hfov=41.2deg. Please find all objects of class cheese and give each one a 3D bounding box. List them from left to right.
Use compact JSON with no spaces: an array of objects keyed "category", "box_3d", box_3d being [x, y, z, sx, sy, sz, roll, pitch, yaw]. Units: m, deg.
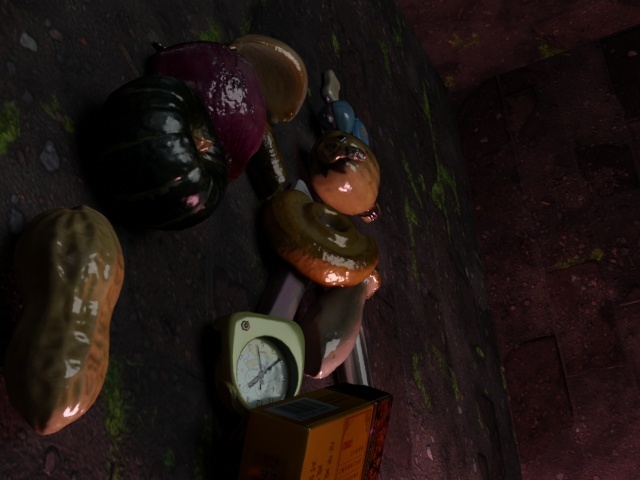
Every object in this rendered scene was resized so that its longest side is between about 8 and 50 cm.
[{"category":"cheese","box_3d":[0.120,-0.275,2.583,0.106,0.037,0.256,47,34,-46]}]

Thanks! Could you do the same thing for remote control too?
[{"category":"remote control","box_3d":[0.030,-0.444,2.495,0.074,0.032,0.122,56,27,-37]}]

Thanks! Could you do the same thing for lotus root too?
[{"category":"lotus root","box_3d":[0.077,-0.154,2.199,0.310,0.183,0.182,49,31,-49]}]

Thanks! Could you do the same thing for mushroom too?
[{"category":"mushroom","box_3d":[0.038,0.170,1.855,0.128,0.128,0.350,63,38,-24]}]

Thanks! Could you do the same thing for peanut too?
[{"category":"peanut","box_3d":[-0.319,0.088,1.058,0.149,0.149,0.313,46,38,-50]}]

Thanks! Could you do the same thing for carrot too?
[{"category":"carrot","box_3d":[-0.122,-0.182,1.843,0.173,0.082,0.082,65,22,-10]}]

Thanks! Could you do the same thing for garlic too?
[{"category":"garlic","box_3d":[-0.123,-0.385,1.967,0.164,0.145,0.245,-55,129,-25]}]

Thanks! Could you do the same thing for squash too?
[{"category":"squash","box_3d":[-0.250,-0.138,1.367,0.252,0.165,0.252,-16,90,-71]}]

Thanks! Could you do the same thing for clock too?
[{"category":"clock","box_3d":[-0.112,0.245,1.484,0.170,0.069,0.232,16,69,-39]}]

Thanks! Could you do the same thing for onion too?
[{"category":"onion","box_3d":[-0.184,-0.225,1.617,0.267,0.159,0.348,14,60,-63]}]

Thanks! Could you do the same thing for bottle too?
[{"category":"bottle","box_3d":[0.064,0.262,1.966,0.096,0.079,0.253,8,65,-42]}]

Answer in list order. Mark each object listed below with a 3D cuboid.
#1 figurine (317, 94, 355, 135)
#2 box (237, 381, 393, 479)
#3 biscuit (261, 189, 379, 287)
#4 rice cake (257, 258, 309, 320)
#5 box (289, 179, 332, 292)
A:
[{"category":"figurine","box_3d":[0.068,-0.293,2.376,0.205,0.103,0.260,-83,158,-44]},{"category":"box","box_3d":[-0.006,0.404,1.486,0.415,0.116,0.264,4,96,-67]},{"category":"biscuit","box_3d":[0.001,-0.001,1.822,0.274,0.091,0.213,32,30,-9]},{"category":"rice cake","box_3d":[-0.083,0.130,1.716,0.070,0.064,0.399,57,25,-19]},{"category":"box","box_3d":[-0.011,0.001,2.033,0.142,0.044,0.285,-74,142,-62]}]
